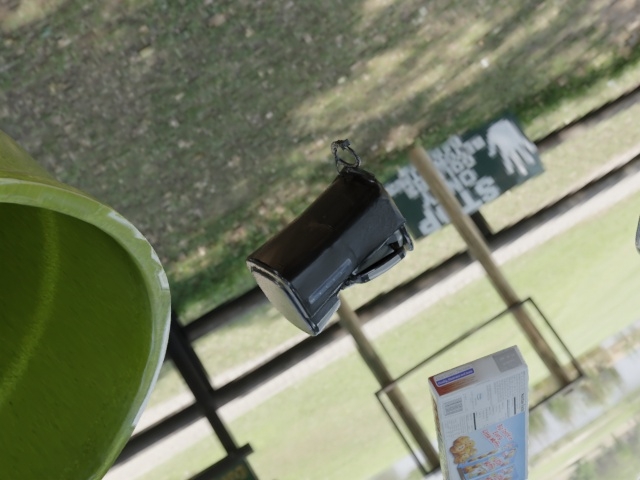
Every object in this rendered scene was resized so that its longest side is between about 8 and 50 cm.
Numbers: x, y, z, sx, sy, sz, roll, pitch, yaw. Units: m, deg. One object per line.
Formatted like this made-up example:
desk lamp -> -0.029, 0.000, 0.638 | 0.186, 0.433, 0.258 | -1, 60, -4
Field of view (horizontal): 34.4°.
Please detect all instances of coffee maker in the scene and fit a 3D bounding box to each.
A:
coffee maker -> 0.000, 0.000, 1.261 | 0.178, 0.171, 0.120 | -42, -167, -19

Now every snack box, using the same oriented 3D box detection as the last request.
snack box -> 0.115, 0.137, 0.737 | 0.064, 0.022, 0.178 | -20, 142, -4

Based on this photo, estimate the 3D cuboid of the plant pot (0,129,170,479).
plant pot -> -0.317, 0.011, 0.440 | 0.366, 0.353, 0.366 | -38, 156, -20

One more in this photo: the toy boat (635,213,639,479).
toy boat -> 0.243, 0.104, 0.518 | 0.268, 0.318, 0.148 | -26, 167, 23
